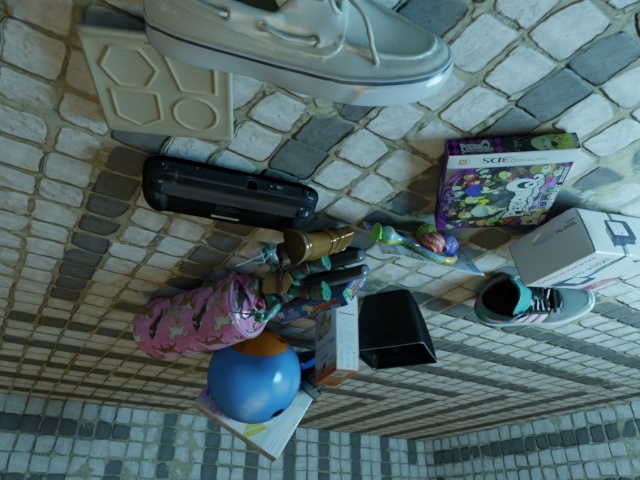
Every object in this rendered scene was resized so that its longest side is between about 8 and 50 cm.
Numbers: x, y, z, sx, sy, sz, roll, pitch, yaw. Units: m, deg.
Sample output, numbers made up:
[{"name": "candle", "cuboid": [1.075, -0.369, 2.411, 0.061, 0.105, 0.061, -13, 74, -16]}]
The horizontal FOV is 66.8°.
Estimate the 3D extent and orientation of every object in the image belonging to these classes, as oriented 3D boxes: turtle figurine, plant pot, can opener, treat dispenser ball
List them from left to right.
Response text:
[{"name": "treat dispenser ball", "cuboid": [-0.205, 0.419, 1.511, 0.288, 0.288, 0.288, 0, 149, 0]}, {"name": "turtle figurine", "cuboid": [-0.094, 0.095, 1.104, 0.234, 0.175, 0.118, -10, 170, 16]}, {"name": "can opener", "cuboid": [-0.009, 0.082, 1.183, 0.283, 0.076, 0.095, -16, 178, 24]}, {"name": "plant pot", "cuboid": [0.201, 0.243, 1.335, 0.188, 0.167, 0.187, -13, 146, 19]}]

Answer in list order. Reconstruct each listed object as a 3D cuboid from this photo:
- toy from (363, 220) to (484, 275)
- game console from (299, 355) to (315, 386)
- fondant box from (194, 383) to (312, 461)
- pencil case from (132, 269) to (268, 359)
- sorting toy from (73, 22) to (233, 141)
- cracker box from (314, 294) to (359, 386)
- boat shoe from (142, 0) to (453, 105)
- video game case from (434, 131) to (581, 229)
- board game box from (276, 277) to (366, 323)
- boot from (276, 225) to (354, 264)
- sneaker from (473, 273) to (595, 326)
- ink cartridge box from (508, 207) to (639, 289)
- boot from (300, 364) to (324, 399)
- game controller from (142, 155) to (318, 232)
[{"name": "toy", "cuboid": [0.217, -0.001, 0.995, 0.237, 0.137, 0.056, 9, 116, -19]}, {"name": "game console", "cuboid": [-0.101, 0.470, 1.853, 0.250, 0.173, 0.293, 26, 153, 18]}, {"name": "fondant box", "cuboid": [-0.224, 0.550, 1.655, 0.330, 0.238, 0.096, 31, 148, 8]}, {"name": "pencil case", "cuboid": [-0.319, 0.202, 1.264, 0.386, 0.167, 0.160, -20, 123, 30]}, {"name": "sorting toy", "cuboid": [-0.222, -0.220, 0.693, 0.193, 0.038, 0.208, 4, 153, -7]}, {"name": "cracker box", "cuboid": [0.040, 0.251, 1.283, 0.067, 0.232, 0.155, 12, 147, -17]}, {"name": "boat shoe", "cuboid": [-0.015, -0.266, 0.536, 0.367, 0.135, 0.156, 13, 145, -2]}, {"name": "video game case", "cuboid": [0.324, -0.099, 0.883, 0.210, 0.041, 0.232, -2, 149, 6]}, {"name": "board game box", "cuboid": [0.002, 0.138, 1.203, 0.201, 0.136, 0.035, -20, 102, 31]}, {"name": "boot", "cuboid": [0.000, 0.000, 0.974, 0.152, 0.073, 0.197, -13, 178, -16]}, {"name": "sneaker", "cuboid": [0.532, 0.147, 1.230, 0.296, 0.123, 0.178, -12, 157, 22]}, {"name": "ink cartridge box", "cuboid": [0.542, 0.024, 0.998, 0.237, 0.100, 0.172, 5, 150, -28]}, {"name": "boot", "cuboid": [0.034, 0.403, 1.596, 0.091, 0.229, 0.263, 43, 174, -2]}, {"name": "game controller", "cuboid": [-0.169, -0.080, 0.913, 0.319, 0.067, 0.166, 11, 162, -16]}]
